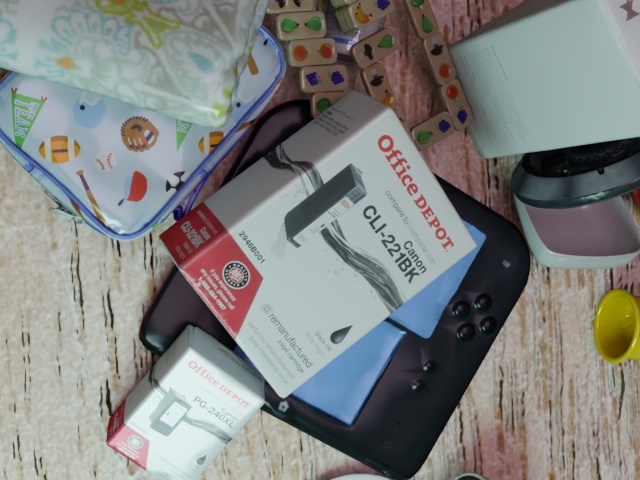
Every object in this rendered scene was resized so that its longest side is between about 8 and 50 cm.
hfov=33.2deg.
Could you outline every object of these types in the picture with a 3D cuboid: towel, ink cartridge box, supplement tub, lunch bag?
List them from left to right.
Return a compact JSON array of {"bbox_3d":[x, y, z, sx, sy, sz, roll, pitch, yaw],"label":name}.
[{"bbox_3d":[-0.194,-0.316,1.067,0.321,0.090,0.374,15,69,3],"label":"towel"},{"bbox_3d":[-0.197,-0.152,1.158,0.243,0.115,0.303,44,80,-16],"label":"lunch bag"},{"bbox_3d":[-0.148,0.187,1.189,0.109,0.063,0.150,38,101,-15],"label":"ink cartridge box"},{"bbox_3d":[0.000,0.000,1.146,0.273,0.114,0.197,-38,115,-6],"label":"ink cartridge box"},{"bbox_3d":[0.041,-0.260,1.240,0.071,0.071,0.107,14,88,-16],"label":"supplement tub"}]

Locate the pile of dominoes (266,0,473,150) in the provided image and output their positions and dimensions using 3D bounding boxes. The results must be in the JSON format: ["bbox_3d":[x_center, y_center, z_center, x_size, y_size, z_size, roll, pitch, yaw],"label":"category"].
[{"bbox_3d":[0.065,-0.204,1.193,0.196,0.040,0.251,-31,107,-23],"label":"pile of dominoes"}]

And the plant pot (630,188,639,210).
[{"bbox_3d":[0.561,-0.128,1.311,0.272,0.272,0.265,35,75,-15],"label":"plant pot"}]

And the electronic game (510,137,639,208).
[{"bbox_3d":[0.330,-0.103,1.243,0.229,0.229,0.048,-32,111,-12],"label":"electronic game"}]

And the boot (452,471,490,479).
[{"bbox_3d":[0.175,0.417,1.291,0.176,0.088,0.244,40,80,-39],"label":"boot"}]

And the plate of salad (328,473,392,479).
[{"bbox_3d":[0.043,0.378,1.281,0.200,0.048,0.199,-2,96,-16],"label":"plate of salad"}]

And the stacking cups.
[{"bbox_3d":[0.513,0.119,1.390,0.316,0.096,0.096,5,91,-19],"label":"stacking cups"}]

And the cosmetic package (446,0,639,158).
[{"bbox_3d":[0.308,-0.208,1.156,0.217,0.385,0.156,-29,100,-12],"label":"cosmetic package"}]

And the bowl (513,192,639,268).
[{"bbox_3d":[0.308,-0.018,1.312,0.142,0.142,0.053,0,138,-15],"label":"bowl"}]

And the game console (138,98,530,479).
[{"bbox_3d":[0.031,0.058,1.260,0.387,0.060,0.342,31,84,-15],"label":"game console"}]
